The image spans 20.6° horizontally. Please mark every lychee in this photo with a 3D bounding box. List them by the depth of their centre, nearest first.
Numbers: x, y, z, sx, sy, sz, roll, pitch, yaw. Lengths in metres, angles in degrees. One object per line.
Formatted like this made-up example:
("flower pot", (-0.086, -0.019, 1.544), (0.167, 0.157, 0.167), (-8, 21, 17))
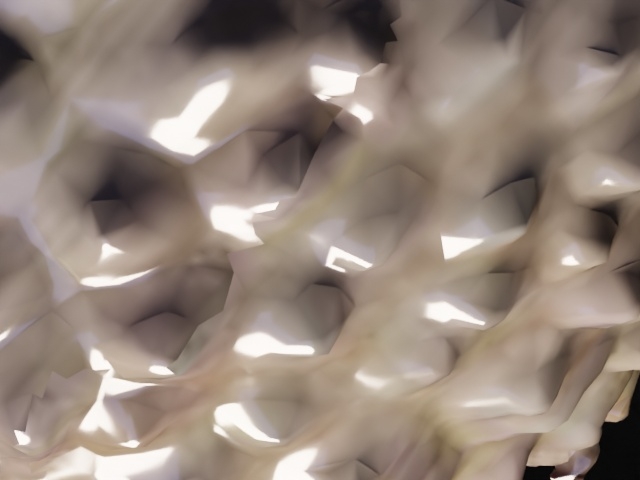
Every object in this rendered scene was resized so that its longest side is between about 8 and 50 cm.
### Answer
("lychee", (-0.031, -0.100, 0.483), (0.380, 0.432, 0.380), (31, 176, 2))
